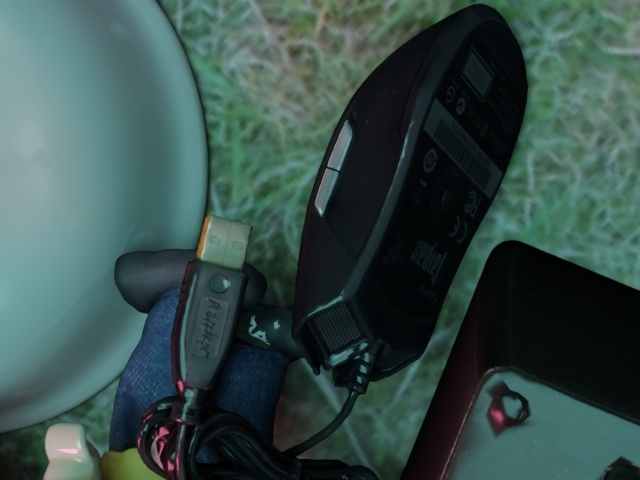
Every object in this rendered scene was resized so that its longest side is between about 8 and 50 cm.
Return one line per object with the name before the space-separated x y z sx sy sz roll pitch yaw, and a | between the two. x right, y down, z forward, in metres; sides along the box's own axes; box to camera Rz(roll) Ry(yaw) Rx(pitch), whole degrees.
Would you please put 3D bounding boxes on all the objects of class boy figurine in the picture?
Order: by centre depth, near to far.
boy figurine | -0.074 0.153 0.586 0.092 0.177 0.285 0 63 30

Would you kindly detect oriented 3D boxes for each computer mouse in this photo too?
computer mouse | 0.000 0.000 0.571 0.060 0.184 0.262 17 83 35

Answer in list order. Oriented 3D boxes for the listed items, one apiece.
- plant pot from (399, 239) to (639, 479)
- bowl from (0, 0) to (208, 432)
plant pot | 0.117 0.122 0.560 0.188 0.167 0.188 23 99 13
bowl | -0.217 -0.035 0.659 0.298 0.134 0.297 1 93 15
